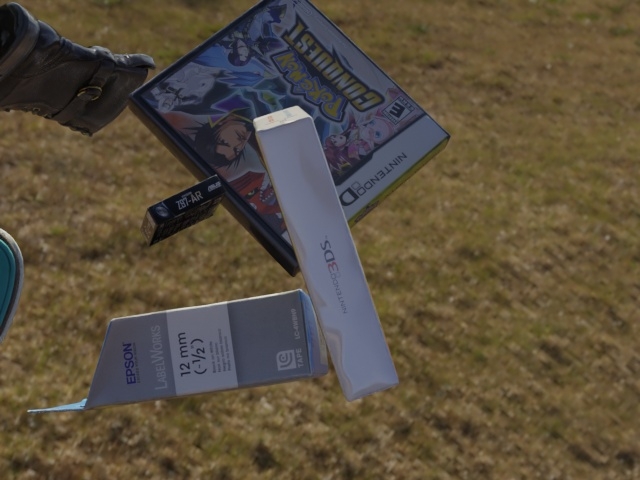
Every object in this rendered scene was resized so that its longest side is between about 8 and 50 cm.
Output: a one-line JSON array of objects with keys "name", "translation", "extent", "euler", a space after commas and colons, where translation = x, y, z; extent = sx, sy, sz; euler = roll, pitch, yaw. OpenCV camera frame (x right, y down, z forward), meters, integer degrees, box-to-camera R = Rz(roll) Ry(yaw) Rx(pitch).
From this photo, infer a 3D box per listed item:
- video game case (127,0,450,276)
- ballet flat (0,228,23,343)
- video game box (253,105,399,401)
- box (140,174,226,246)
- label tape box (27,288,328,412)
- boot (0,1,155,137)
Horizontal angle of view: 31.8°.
[{"name": "video game case", "translation": [-0.033, -0.134, 1.267], "extent": [0.248, 0.035, 0.275], "euler": [-40, 78, -21]}, {"name": "ballet flat", "translation": [-0.432, 0.159, 1.122], "extent": [0.139, 0.400, 0.139], "euler": [26, -9, 4]}, {"name": "video game box", "translation": [0.000, 0.000, 0.868], "extent": [0.187, 0.048, 0.205], "euler": [-100, 172, -80]}, {"name": "box", "translation": [-0.119, -0.025, 0.967], "extent": [0.067, 0.083, 0.018], "euler": [-28, 85, -17]}, {"name": "label tape box", "translation": [-0.174, 0.146, 1.443], "extent": [0.347, 0.115, 0.249], "euler": [-7, -7, 4]}, {"name": "boot", "translation": [-0.358, -0.171, 1.390], "extent": [0.229, 0.263, 0.091], "euler": [23, 40, -56]}]
